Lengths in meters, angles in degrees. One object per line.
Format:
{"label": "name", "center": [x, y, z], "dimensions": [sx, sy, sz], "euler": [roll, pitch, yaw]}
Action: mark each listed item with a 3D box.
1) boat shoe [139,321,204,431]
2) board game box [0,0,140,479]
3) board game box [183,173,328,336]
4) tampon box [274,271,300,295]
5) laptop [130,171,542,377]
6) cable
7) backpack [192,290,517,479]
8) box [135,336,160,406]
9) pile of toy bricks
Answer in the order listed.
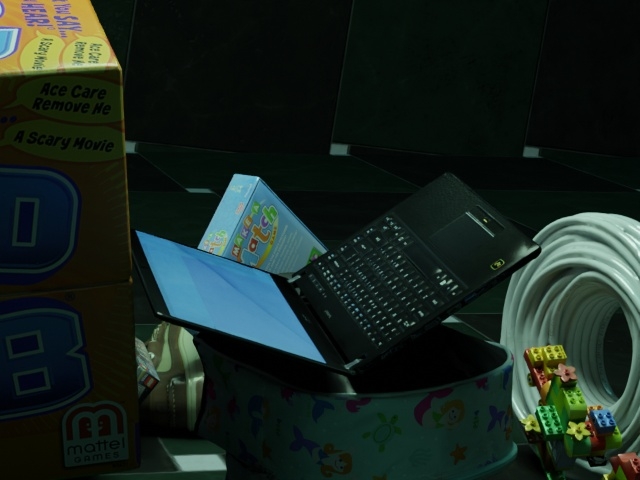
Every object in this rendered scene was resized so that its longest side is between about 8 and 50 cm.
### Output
{"label": "boat shoe", "center": [-0.162, 0.123, 1.683], "dimensions": [0.095, 0.095, 0.257], "euler": [-3, 12, -6]}
{"label": "board game box", "center": [-0.361, -0.023, 1.389], "dimensions": [0.357, 0.356, 0.356], "euler": [-6, 25, -13]}
{"label": "board game box", "center": [-0.054, 0.055, 1.644], "dimensions": [0.039, 0.160, 0.211], "euler": [11, -23, 36]}
{"label": "tampon box", "center": [-0.007, 0.119, 1.570], "dimensions": [0.101, 0.161, 0.120], "euler": [-3, 13, -33]}
{"label": "laptop", "center": [0.000, 0.000, 1.292], "dimensions": [0.264, 0.136, 0.234], "euler": [-34, 22, -1]}
{"label": "cable", "center": [0.269, 0.103, 1.498], "dimensions": [0.089, 0.257, 0.257], "euler": [0, -3, -31]}
{"label": "backpack", "center": [0.035, 0.145, 1.361], "dimensions": [0.225, 0.191, 0.254], "euler": [-10, 10, -37]}
{"label": "box", "center": [-0.199, 0.144, 1.559], "dimensions": [0.027, 0.094, 0.137], "euler": [37, 2, -17]}
{"label": "pile of toy bricks", "center": [0.204, 0.153, 1.390], "dimensions": [0.118, 0.105, 0.212], "euler": [-5, 45, -15]}
